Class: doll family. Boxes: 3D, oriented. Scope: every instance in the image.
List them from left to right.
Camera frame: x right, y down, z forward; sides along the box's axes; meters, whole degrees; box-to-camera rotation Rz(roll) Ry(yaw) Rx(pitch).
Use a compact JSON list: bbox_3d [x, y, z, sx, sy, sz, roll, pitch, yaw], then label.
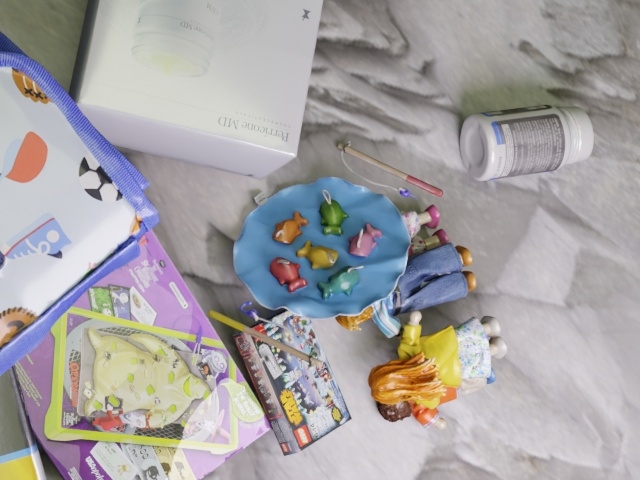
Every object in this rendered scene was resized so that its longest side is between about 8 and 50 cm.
[{"bbox_3d":[0.096,0.081,1.314,0.163,0.118,0.263,-20,90,-20],"label":"doll family"}]

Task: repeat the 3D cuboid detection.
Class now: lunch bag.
[{"bbox_3d":[-0.374,-0.040,1.050,0.328,0.239,0.385,-42,71,-16],"label":"lunch bag"}]

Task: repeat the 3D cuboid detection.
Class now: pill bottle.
[{"bbox_3d":[0.236,-0.113,1.408,0.137,0.078,0.078,-8,86,-19],"label":"pill bottle"}]

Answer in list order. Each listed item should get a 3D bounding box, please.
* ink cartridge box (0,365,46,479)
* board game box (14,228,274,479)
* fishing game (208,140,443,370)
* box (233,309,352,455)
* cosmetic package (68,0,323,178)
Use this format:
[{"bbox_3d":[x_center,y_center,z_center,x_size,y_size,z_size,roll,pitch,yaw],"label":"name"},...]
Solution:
[{"bbox_3d":[-0.397,0.268,1.119,0.307,0.072,0.303,-16,93,-14],"label":"ink cartridge box"},{"bbox_3d":[-0.220,0.100,1.232,0.208,0.056,0.347,-33,98,-15],"label":"board game box"},{"bbox_3d":[0.000,0.000,1.285,0.189,0.041,0.264,28,61,25],"label":"fishing game"},{"bbox_3d":[-0.028,0.144,1.291,0.094,0.027,0.137,-24,92,-48],"label":"box"},{"bbox_3d":[-0.129,-0.202,1.268,0.224,0.138,0.224,12,80,-17],"label":"cosmetic package"}]
